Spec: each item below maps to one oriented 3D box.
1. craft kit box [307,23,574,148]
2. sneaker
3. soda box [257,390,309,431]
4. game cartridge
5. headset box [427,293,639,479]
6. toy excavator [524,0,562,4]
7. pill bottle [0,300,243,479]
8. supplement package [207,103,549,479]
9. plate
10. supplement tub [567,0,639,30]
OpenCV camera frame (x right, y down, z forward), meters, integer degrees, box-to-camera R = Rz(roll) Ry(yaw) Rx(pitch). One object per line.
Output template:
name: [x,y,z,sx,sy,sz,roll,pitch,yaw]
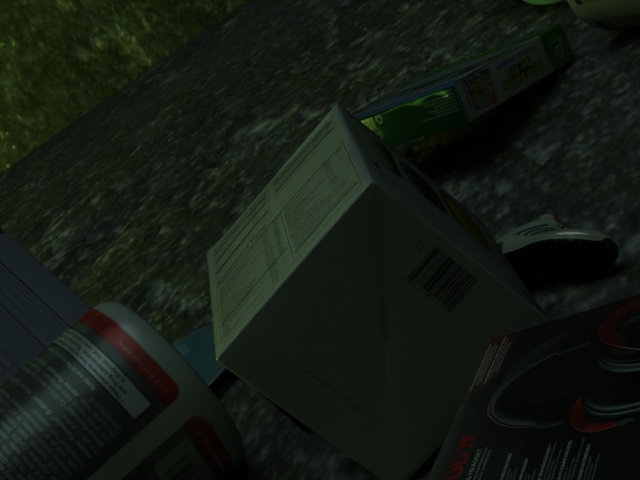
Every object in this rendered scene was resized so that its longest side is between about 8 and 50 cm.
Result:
craft kit box: [0.150,-0.177,1.836,0.249,0.061,0.246,-16,14,45]
sneaker: [0.218,0.000,1.378,0.161,0.057,0.075,-15,33,52]
soda box: [-0.037,0.135,1.491,0.053,0.060,0.169,-40,20,-9]
game cartridge: [-0.377,0.113,1.626,0.230,0.068,0.355,-33,40,-21]
headset box: [0.201,0.142,0.983,0.293,0.110,0.218,-21,24,37]
toy excavator: [0.366,-0.433,2.003,0.433,0.222,0.445,-27,34,22]
pill bottle: [-0.268,0.245,1.391,0.363,0.210,0.210,-41,19,-16]
supplement package: [0.039,0.040,1.307,0.198,0.199,0.263,-49,17,10]
plate: [-0.160,0.161,1.696,0.188,0.024,0.188,-31,20,12]
supplement tub: [0.392,-0.328,1.727,0.144,0.144,0.199,-44,21,-24]
